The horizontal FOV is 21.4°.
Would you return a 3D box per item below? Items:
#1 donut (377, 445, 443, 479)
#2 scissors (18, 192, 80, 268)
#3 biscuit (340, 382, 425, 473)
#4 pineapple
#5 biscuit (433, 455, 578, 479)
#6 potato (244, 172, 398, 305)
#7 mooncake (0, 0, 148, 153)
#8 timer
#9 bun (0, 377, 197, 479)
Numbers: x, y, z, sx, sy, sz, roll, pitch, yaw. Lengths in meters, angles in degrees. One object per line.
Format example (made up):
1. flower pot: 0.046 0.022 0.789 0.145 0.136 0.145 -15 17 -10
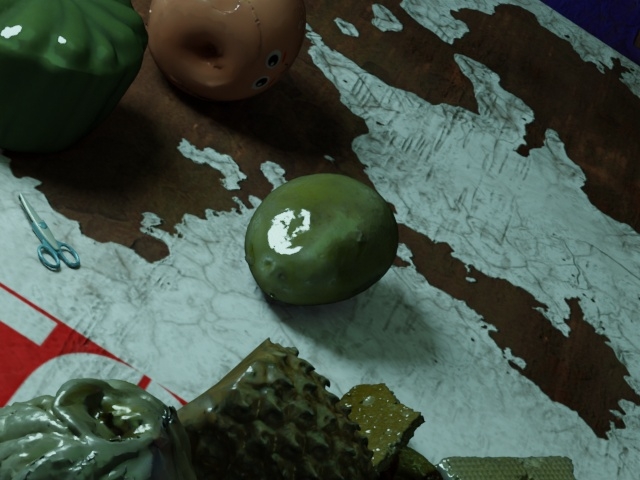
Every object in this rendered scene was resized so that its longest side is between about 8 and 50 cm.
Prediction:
1. donut: 0.092 0.299 1.987 0.140 0.059 0.140 27 32 -18
2. scissors: -0.337 -0.012 2.052 0.058 0.014 0.119 -8 53 -50
3. biscuit: 0.053 0.226 2.003 0.131 0.026 0.237 -4 18 26
4. pineapple: -0.003 0.282 1.804 0.362 0.202 0.202 47 31 1
5. biscuit: 0.241 0.317 2.097 0.239 0.062 0.108 7 40 -39
6. potato: 0.000 0.000 2.228 0.178 0.160 0.235 7 32 32
7. mooncake: -0.406 -0.280 2.204 0.351 0.187 0.351 26 33 -18
8. timer: -0.137 -0.317 2.465 0.230 0.229 0.215 33 37 -2
9. bun: -0.221 0.241 1.619 0.282 0.205 0.281 25 33 -18
